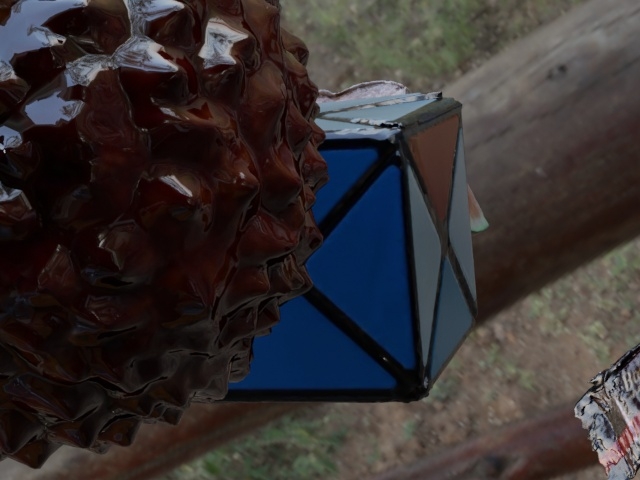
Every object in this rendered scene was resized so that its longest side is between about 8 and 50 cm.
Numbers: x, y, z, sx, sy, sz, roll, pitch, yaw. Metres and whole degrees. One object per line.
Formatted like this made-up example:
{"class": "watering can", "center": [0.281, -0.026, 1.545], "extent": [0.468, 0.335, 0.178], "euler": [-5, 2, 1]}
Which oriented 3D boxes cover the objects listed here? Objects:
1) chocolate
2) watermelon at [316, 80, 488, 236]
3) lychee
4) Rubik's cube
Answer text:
{"class": "chocolate", "center": [0.248, 0.096, 0.885], "extent": [0.182, 0.028, 0.086], "euler": [-51, 40, 30]}
{"class": "watermelon", "center": [0.072, -0.087, 2.001], "extent": [0.292, 0.319, 0.222], "euler": [-17, 18, 19]}
{"class": "lychee", "center": [-0.219, -0.058, 0.790], "extent": [0.425, 0.500, 0.424], "euler": [-11, 72, 36]}
{"class": "Rubik's cube", "center": [0.000, 0.000, 1.193], "extent": [0.248, 0.250, 0.246], "euler": [-1, 103, 19]}
